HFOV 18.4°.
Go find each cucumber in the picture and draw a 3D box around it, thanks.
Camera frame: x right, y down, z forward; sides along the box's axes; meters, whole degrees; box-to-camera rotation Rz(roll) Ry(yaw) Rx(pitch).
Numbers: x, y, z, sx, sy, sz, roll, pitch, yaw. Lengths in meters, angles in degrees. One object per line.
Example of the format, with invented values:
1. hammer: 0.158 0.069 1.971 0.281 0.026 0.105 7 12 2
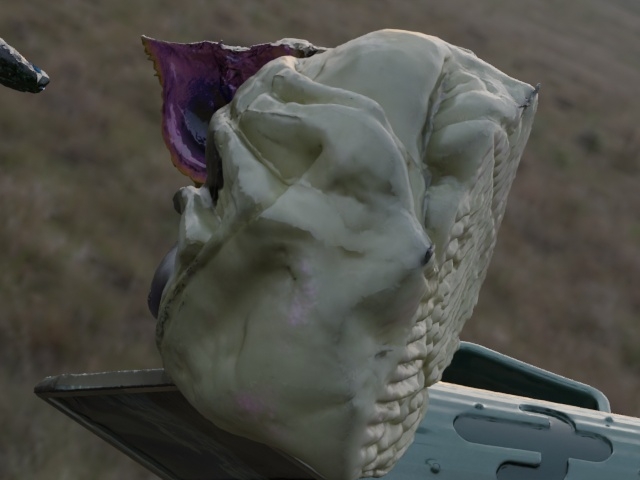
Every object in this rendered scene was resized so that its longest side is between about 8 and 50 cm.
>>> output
1. cucumber: -0.371 -0.217 1.917 0.256 0.044 0.043 36 2 -20

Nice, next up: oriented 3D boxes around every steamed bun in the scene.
1. steamed bun: 0.000 0.000 1.291 0.206 0.275 0.320 20 35 17

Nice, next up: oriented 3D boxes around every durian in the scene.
1. durian: -0.027 -0.120 1.830 0.186 0.154 0.260 -10 11 -25

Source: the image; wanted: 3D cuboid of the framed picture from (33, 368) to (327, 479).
1. framed picture: -0.116 0.166 1.726 0.189 0.023 0.260 38 -26 -28

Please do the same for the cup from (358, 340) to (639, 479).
1. cup: 0.194 0.269 2.142 0.392 0.401 0.310 6 -23 -1
